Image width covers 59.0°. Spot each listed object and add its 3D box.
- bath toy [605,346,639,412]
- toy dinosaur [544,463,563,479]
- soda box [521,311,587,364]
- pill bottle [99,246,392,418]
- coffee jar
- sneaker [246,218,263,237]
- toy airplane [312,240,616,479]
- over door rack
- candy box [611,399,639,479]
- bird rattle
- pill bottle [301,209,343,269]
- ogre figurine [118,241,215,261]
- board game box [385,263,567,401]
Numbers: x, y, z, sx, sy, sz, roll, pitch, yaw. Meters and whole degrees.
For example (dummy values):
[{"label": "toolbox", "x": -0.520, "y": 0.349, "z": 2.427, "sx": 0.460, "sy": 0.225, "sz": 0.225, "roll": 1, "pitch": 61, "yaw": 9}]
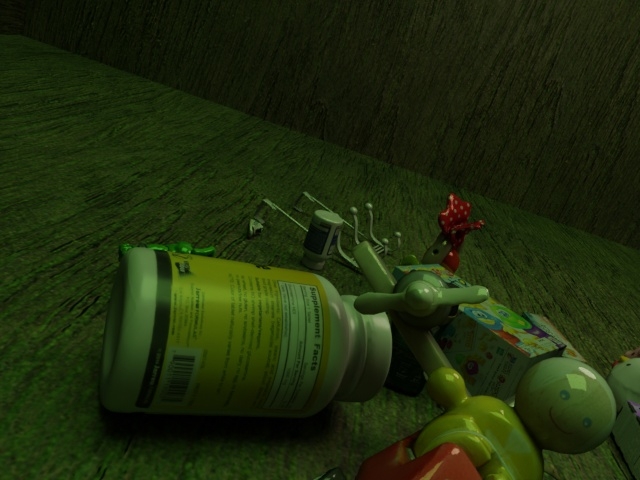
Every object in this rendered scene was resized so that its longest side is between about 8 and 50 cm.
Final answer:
[{"label": "bath toy", "x": 0.694, "y": 0.270, "z": 1.156, "sx": 0.348, "sy": 0.129, "sz": 0.151, "roll": 2, "pitch": 26, "yaw": -39}, {"label": "toy dinosaur", "x": 0.252, "y": 0.277, "z": 0.806, "sx": 0.112, "sy": 0.064, "sz": 0.211, "roll": 1, "pitch": 27, "yaw": -46}, {"label": "soda box", "x": 0.474, "y": 0.221, "z": 1.181, "sx": 0.062, "sy": 0.058, "sz": 0.183, "roll": 16, "pitch": 19, "yaw": -10}, {"label": "pill bottle", "x": -0.087, "y": 0.123, "z": 0.708, "sx": 0.333, "sy": 0.188, "sz": 0.188, "roll": 11, "pitch": 21, "yaw": -26}, {"label": "coffee jar", "x": 0.148, "y": 0.141, "z": 0.888, "sx": 0.096, "sy": 0.185, "sz": 0.079, "roll": 21, "pitch": 19, "yaw": 4}, {"label": "sneaker", "x": -0.148, "y": -0.028, "z": 1.300, "sx": 0.036, "sy": 0.032, "sz": 0.083, "roll": 16, "pitch": 20, "yaw": -8}, {"label": "toy airplane", "x": 0.178, "y": 0.208, "z": 0.583, "sx": 0.386, "sy": 0.272, "sz": 0.385, "roll": 36, "pitch": 30, "yaw": -22}, {"label": "over door rack", "x": 0.029, "y": -0.052, "z": 1.425, "sx": 0.324, "sy": 0.108, "sz": 0.239, "roll": 26, "pitch": 19, "yaw": 20}, {"label": "candy box", "x": 0.573, "y": 0.358, "z": 0.883, "sx": 0.164, "sy": 0.070, "sz": 0.196, "roll": 20, "pitch": 19, "yaw": 2}, {"label": "bird rattle", "x": 0.260, "y": 0.029, "z": 1.252, "sx": 0.143, "sy": 0.254, "sz": 0.207, "roll": 27, "pitch": -4, "yaw": 20}, {"label": "pill bottle", "x": 0.000, "y": 0.000, "z": 1.230, "sx": 0.067, "sy": 0.120, "sz": 0.067, "roll": 17, "pitch": 19, "yaw": -6}, {"label": "ogre figurine", "x": -0.220, "y": 0.060, "z": 0.898, "sx": 0.197, "sy": 0.097, "sz": 0.118, "roll": 19, "pitch": 27, "yaw": 37}, {"label": "board game box", "x": 0.242, "y": 0.168, "z": 0.971, "sx": 0.142, "sy": 0.144, "sz": 0.275, "roll": 0, "pitch": 28, "yaw": -46}]
